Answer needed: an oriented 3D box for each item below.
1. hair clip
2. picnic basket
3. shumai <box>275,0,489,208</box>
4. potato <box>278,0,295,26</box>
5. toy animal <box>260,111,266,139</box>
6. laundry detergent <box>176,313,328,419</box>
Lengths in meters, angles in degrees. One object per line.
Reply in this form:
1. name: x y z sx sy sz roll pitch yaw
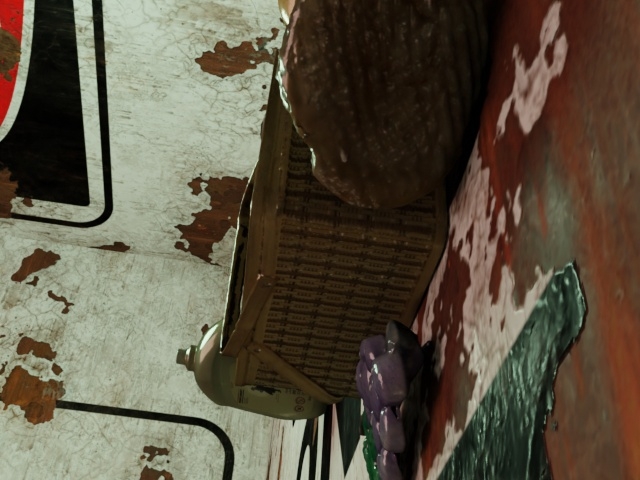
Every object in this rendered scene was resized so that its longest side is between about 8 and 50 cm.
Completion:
1. hair clip: 0.060 0.145 0.673 0.124 0.052 0.195 -97 8 -55
2. picnic basket: 0.000 0.000 0.805 0.313 0.175 0.228 103 173 -51
3. shumai: 0.044 -0.139 0.629 0.153 0.161 0.209 -104 5 -70
4. potato: 0.046 -0.231 0.737 0.109 0.178 0.118 58 -152 -33
5. toy animal: -0.015 -0.183 1.416 0.193 0.127 0.178 -13 -52 -63
6. laundry detergent: -0.106 0.201 1.300 0.091 0.253 0.181 -88 8 -59
